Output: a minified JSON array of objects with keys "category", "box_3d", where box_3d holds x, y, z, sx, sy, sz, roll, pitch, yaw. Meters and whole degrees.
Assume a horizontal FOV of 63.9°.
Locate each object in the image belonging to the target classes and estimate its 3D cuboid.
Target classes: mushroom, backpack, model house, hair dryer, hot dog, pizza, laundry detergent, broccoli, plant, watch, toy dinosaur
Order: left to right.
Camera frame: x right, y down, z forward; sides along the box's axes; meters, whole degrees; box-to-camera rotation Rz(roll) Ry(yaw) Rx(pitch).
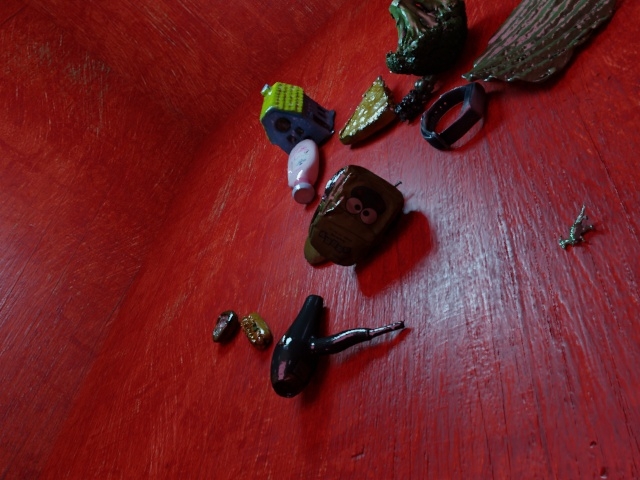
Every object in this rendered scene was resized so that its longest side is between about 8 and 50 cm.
[{"category":"mushroom","box_3d":[-0.315,0.288,1.704,0.123,0.052,0.123,-46,24,28]},{"category":"hot dog","box_3d":[-0.197,0.266,1.537,0.072,0.055,0.188,-55,27,-2]},{"category":"model house","box_3d":[-0.121,-0.504,2.118,0.215,0.303,0.237,-43,28,32]},{"category":"laundry detergent","box_3d":[-0.067,-0.256,1.941,0.159,0.088,0.335,-43,28,27]},{"category":"hair dryer","box_3d":[0.050,0.214,1.207,0.360,0.120,0.303,-21,25,31]},{"category":"backpack","box_3d":[0.084,-0.060,1.337,0.253,0.207,0.140,-57,3,11]},{"category":"pizza","box_3d":[0.164,-0.441,1.818,0.251,0.074,0.287,-36,30,28]},{"category":"plant","box_3d":[0.302,-0.448,1.610,0.174,0.087,0.085,-52,56,11]},{"category":"broccoli","box_3d":[0.325,-0.653,1.628,0.308,0.275,0.308,-45,1,1]},{"category":"watch","box_3d":[0.354,-0.333,1.394,0.193,0.068,0.206,-31,30,42]},{"category":"toy dinosaur","box_3d":[0.448,-0.021,0.905,0.062,0.021,0.083,-41,27,49]}]

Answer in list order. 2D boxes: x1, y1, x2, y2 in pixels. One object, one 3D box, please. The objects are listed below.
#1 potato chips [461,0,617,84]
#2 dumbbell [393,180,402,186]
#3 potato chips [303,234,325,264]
[{"category":"potato chips","box_3d":[0.536,-0.537,1.319,0.389,0.097,0.373,-52,25,-3]},{"category":"dumbbell","box_3d":[0.166,-0.122,1.424,0.147,0.069,0.069,-35,31,30]},{"category":"potato chips","box_3d":[0.000,0.000,1.564,0.150,0.049,0.201,-45,21,2]}]
